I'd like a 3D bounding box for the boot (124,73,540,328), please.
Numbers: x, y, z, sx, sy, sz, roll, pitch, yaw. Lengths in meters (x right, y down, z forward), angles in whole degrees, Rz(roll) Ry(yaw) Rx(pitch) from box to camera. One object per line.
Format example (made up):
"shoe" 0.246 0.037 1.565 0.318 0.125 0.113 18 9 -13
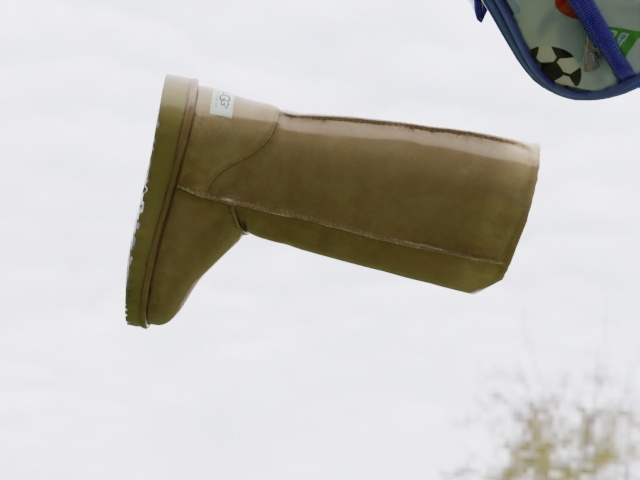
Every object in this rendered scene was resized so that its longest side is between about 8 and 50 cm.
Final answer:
"boot" 0.000 0.000 1.301 0.270 0.089 0.236 12 -46 -5

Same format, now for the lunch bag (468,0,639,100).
"lunch bag" 0.160 -0.222 0.980 0.243 0.115 0.303 -24 -58 19
